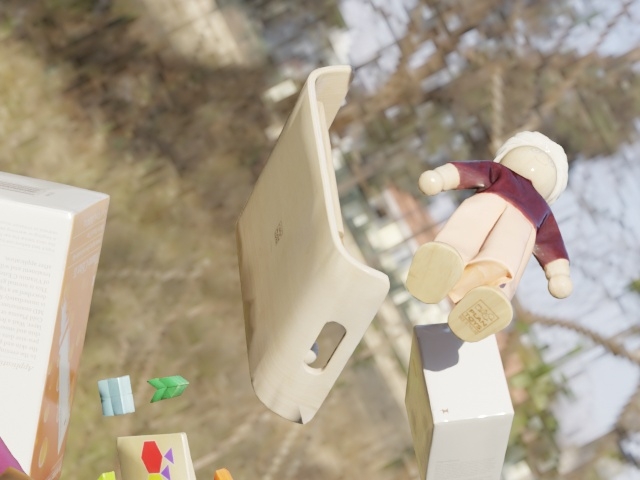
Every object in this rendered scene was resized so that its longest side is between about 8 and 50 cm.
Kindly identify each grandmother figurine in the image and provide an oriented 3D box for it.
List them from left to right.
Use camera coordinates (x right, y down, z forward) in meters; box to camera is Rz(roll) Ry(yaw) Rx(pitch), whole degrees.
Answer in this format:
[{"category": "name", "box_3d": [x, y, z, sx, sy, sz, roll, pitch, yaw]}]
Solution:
[{"category": "grandmother figurine", "box_3d": [0.203, -0.018, 1.959, 0.208, 0.104, 0.342, 49, 34, -11]}]

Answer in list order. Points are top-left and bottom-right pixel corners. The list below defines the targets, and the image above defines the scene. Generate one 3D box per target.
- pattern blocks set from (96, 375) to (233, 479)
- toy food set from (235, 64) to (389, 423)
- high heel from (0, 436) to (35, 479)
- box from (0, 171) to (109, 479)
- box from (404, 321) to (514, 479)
[{"category": "pattern blocks set", "box_3d": [-0.181, 0.316, 2.095, 0.285, 0.026, 0.325, 2, -83, 48]}, {"category": "toy food set", "box_3d": [0.000, 0.000, 1.805, 0.306, 0.092, 0.220, -99, -152, -43]}, {"category": "high heel", "box_3d": [-0.279, 0.248, 1.499, 0.377, 0.127, 0.181, 24, -35, 60]}, {"category": "box", "box_3d": [-0.358, 0.110, 1.964, 0.215, 0.168, 0.345, -66, 168, -82]}, {"category": "box", "box_3d": [0.154, 0.189, 2.024, 0.170, 0.091, 0.130, 93, -11, -55]}]
